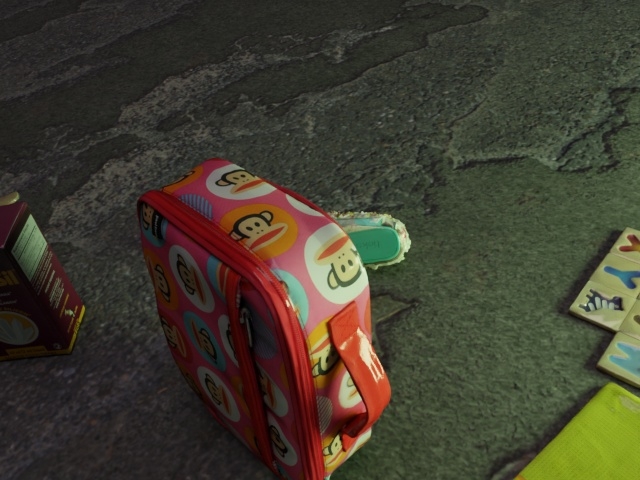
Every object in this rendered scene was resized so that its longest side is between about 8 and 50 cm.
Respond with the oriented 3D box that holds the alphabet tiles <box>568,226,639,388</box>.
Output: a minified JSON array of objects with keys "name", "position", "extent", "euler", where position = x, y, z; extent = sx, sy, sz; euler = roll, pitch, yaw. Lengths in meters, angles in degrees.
[{"name":"alphabet tiles","position":[0.469,0.093,0.695],"extent":[0.342,0.011,0.285],"euler":[25,52,34]}]

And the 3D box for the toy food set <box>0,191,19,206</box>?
[{"name":"toy food set","position":[-0.496,0.018,0.969],"extent":[0.132,0.039,0.192],"euler":[-24,48,-4]}]

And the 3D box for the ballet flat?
[{"name":"ballet flat","position":[0.000,0.000,0.861],"extent":[0.240,0.091,0.077],"euler":[4,13,10]}]

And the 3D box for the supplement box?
[{"name":"supplement box","position":[-0.376,0.055,0.780],"extent":[0.104,0.188,0.081],"euler":[-7,42,4]}]

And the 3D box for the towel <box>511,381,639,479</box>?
[{"name":"towel","position":[0.240,0.226,0.587],"extent":[0.237,0.021,0.102],"euler":[-34,47,-24]}]

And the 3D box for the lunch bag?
[{"name":"lunch bag","position":[-0.042,0.090,0.597],"extent":[0.120,0.293,0.258],"euler":[-33,45,-30]}]
